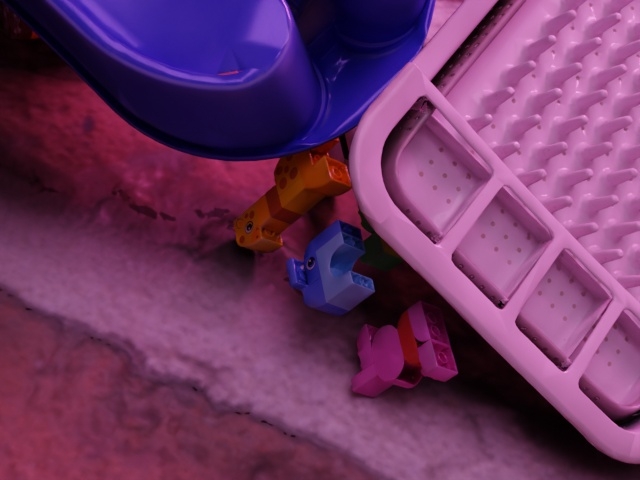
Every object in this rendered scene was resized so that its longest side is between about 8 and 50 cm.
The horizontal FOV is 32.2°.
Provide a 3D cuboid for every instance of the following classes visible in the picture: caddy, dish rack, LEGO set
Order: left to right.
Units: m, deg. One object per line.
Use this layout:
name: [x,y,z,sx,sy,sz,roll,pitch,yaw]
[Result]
caddy: [-0.083,-0.207,0.666,0.341,0.179,0.241,44,86,5]
LEGO set: [0.000,0.000,0.716,0.087,0.093,0.227,22,42,-38]
dish rack: [0.187,-0.057,0.726,0.285,0.072,0.333,44,70,-10]

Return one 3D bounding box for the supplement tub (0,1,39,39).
supplement tub: [-0.174,-0.200,0.785,0.198,0.106,0.106,-14,61,-21]
